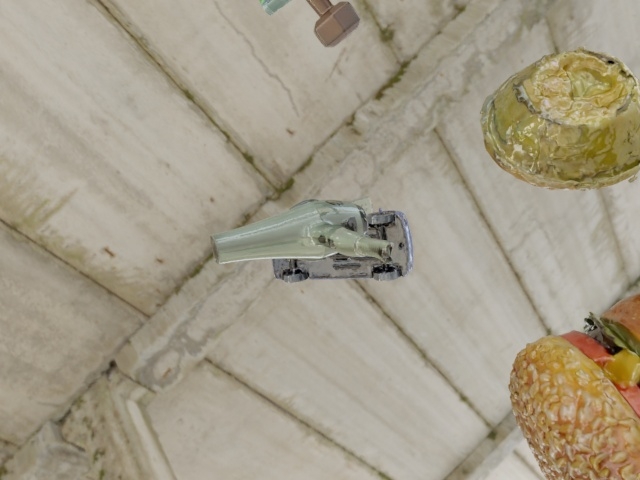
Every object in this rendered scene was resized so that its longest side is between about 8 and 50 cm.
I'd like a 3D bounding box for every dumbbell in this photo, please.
[{"bbox_3d":[-0.025,-0.459,1.102,0.082,0.092,0.231,-39,-76,6],"label":"dumbbell"}]

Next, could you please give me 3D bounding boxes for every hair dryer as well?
[{"bbox_3d":[-0.037,0.003,0.814,0.229,0.267,0.092,-9,-80,-2],"label":"hair dryer"}]

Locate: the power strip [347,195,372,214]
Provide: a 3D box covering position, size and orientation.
[{"bbox_3d":[0.014,-0.043,1.347,0.253,0.027,0.060,-17,-67,-24],"label":"power strip"}]

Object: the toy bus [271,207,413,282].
[{"bbox_3d":[0.047,0.007,1.186,0.133,0.292,0.125,-25,-71,-60],"label":"toy bus"}]

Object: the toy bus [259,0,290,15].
[{"bbox_3d":[-0.052,-0.370,0.899,0.083,0.037,0.031,-29,-20,18],"label":"toy bus"}]

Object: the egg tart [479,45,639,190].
[{"bbox_3d":[0.422,-0.225,1.029,0.315,0.315,0.120,-36,-34,-11],"label":"egg tart"}]

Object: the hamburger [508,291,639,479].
[{"bbox_3d":[0.388,0.238,0.740,0.250,0.330,0.330,-32,-46,7],"label":"hamburger"}]
